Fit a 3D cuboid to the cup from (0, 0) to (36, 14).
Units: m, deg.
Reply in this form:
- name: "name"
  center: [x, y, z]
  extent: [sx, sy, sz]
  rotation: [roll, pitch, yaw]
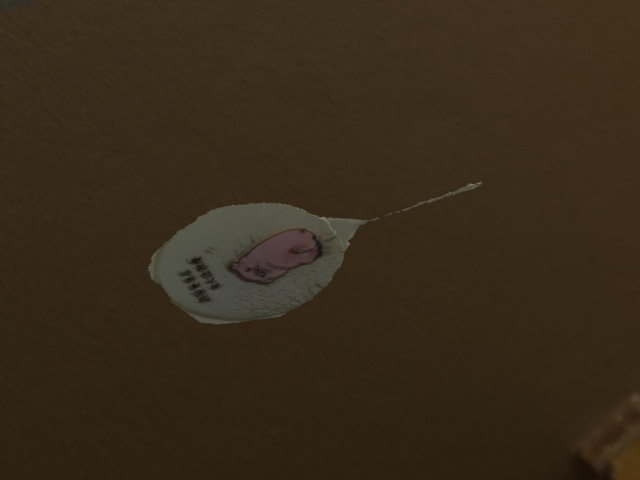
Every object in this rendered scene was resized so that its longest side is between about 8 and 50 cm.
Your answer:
- name: "cup"
  center: [-0.152, -0.210, 0.604]
  extent: [0.186, 0.234, 0.258]
  rotation: [-31, -85, -23]

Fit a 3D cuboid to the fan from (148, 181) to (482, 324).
- name: "fan"
  center: [0.000, 0.001, 1.451]
  extent: [0.310, 0.010, 0.182]
  rotation: [-20, -37, 10]
